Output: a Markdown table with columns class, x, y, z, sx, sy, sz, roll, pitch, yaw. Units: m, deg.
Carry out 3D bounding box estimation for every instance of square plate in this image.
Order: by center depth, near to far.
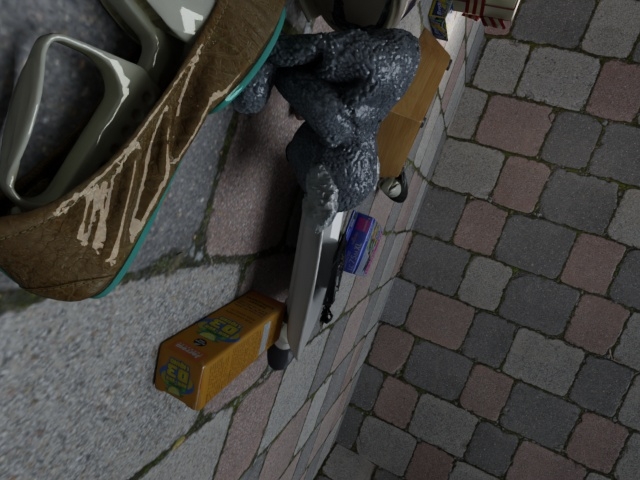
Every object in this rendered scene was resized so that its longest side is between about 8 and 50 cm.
| class | x | y | z | sx | sy | sz | roll | pitch | yaw |
| --- | --- | --- | --- | --- | --- | --- | --- | --- | --- |
| square plate | 0.000 | 0.000 | 0.811 | 0.344 | 0.049 | 0.348 | -59 | 160 | -73 |

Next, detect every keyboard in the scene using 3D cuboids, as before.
| class | x | y | z | sx | sy | sz | roll | pitch | yaw |
| --- | --- | --- | --- | --- | --- | --- | --- | --- | --- |
| keyboard | 0.039 | 0.096 | 1.031 | 0.317 | 0.033 | 0.202 | -54 | 157 | -78 |

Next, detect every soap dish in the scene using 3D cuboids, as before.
| class | x | y | z | sx | sy | sz | roll | pitch | yaw |
| --- | --- | --- | --- | --- | --- | --- | --- | --- | --- |
| soap dish | 0.191 | -0.298 | 0.967 | 0.291 | 0.118 | 0.229 | 93 | 22 | -71 |

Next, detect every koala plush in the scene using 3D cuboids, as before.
| class | x | y | z | sx | sy | sz | roll | pitch | yaw |
| --- | --- | --- | --- | --- | --- | --- | --- | --- | --- |
| koala plush | 0.018 | -0.132 | 0.506 | 0.196 | 0.203 | 0.221 | -40 | 133 | -54 |

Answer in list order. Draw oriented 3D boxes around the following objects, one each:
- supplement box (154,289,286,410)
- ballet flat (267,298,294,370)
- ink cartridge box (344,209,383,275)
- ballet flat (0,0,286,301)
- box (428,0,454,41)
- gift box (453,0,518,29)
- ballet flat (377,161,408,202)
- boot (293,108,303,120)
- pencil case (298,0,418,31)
| class | x | y | z | sx | sy | sz | roll | pitch | yaw |
| --- | --- | --- | --- | --- | --- | --- | --- | --- | --- |
| supplement box | -0.142 | 0.157 | 0.640 | 0.233 | 0.078 | 0.080 | -32 | 140 | -63 |
| ballet flat | -0.067 | 0.184 | 0.913 | 0.074 | 0.074 | 0.203 | 86 | 24 | -54 |
| ink cartridge box | 0.131 | 0.019 | 1.331 | 0.186 | 0.065 | 0.311 | -69 | 161 | -1 |
| ballet flat | -0.141 | -0.121 | 0.316 | 0.343 | 0.116 | 0.124 | -61 | 142 | -13 |
| box | 0.372 | -0.674 | 1.255 | 0.169 | 0.054 | 0.059 | -12 | 122 | -70 |
| gift box | 0.503 | -0.789 | 1.170 | 0.255 | 0.276 | 0.258 | -62 | 163 | -5 |
| ballet flat | 0.218 | -0.212 | 1.291 | 0.096 | 0.095 | 0.281 | -46 | 143 | -30 |
| boot | -0.016 | -0.197 | 0.676 | 0.114 | 0.037 | 0.107 | -34 | 129 | -66 |
| pencil case | 0.138 | -0.446 | 0.527 | 0.160 | 0.183 | 0.410 | 44 | 78 | -26 |
